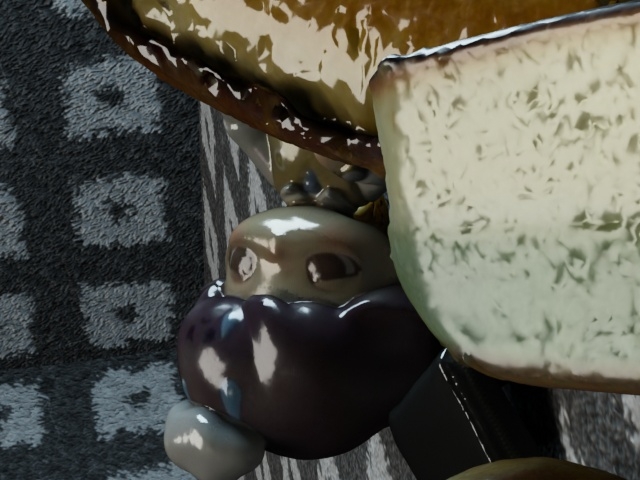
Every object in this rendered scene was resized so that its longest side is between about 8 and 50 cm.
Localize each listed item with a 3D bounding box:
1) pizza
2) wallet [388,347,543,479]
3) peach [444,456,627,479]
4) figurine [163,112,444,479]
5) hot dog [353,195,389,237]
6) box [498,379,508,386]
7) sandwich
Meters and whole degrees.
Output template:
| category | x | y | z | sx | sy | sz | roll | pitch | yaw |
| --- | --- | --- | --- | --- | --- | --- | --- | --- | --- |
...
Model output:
| category | x | y | z | sx | sy | sz | roll | pitch | yaw |
| --- | --- | --- | --- | --- | --- | --- | --- | --- | --- |
| pizza | -0.013 | -0.208 | 1.011 | 0.080 | 0.392 | 0.435 | 17 | -114 | -56 |
| wallet | 0.105 | 0.157 | 1.319 | 0.149 | 0.044 | 0.250 | 62 | 167 | 12 |
| peach | 0.106 | 0.207 | 0.990 | 0.235 | 0.214 | 0.214 | -69 | -24 | -70 |
| figurine | -0.002 | -0.002 | 1.492 | 0.206 | 0.218 | 0.365 | -58 | -30 | -72 |
| hot dog | 0.028 | 0.031 | 1.727 | 0.289 | 0.068 | 0.083 | 90 | -168 | -61 |
| box | 0.105 | -0.003 | 1.272 | 0.212 | 0.042 | 0.201 | 129 | 134 | -77 |
| sandwich | 0.137 | -0.017 | 0.477 | 0.186 | 0.220 | 0.108 | 180 | 84 | -81 |
